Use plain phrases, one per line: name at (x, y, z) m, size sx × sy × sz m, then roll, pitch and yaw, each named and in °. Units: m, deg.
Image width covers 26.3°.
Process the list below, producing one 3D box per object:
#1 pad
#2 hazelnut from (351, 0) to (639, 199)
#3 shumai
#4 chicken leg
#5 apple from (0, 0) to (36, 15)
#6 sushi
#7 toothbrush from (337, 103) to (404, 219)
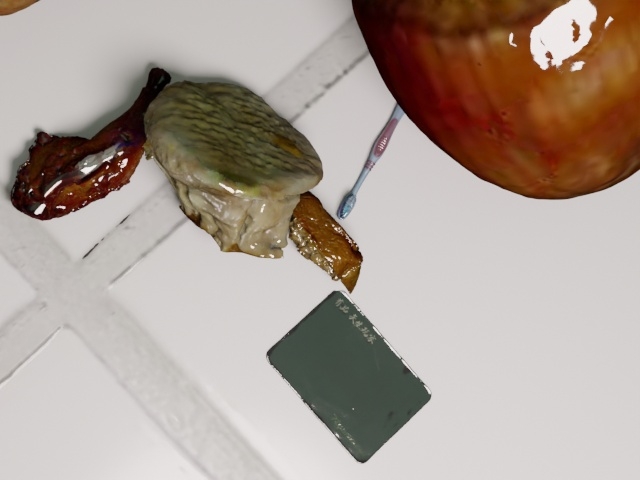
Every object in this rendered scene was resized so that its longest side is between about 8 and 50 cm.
pad at (0.031, 0.142, 1.439) m, size 0.112 × 0.003 × 0.157 m, roll -42°, pitch 94°, yaw -14°
hazelnut at (0.246, -0.244, 1.360) m, size 0.421 × 0.353 × 0.420 m, roll 4°, pitch 83°, yaw -39°
shumai at (-0.096, -0.066, 1.379) m, size 0.201 × 0.201 × 0.120 m, roll 23°, pitch 121°, yaw -10°
chicken leg at (-0.223, -0.093, 1.383) m, size 0.205 × 0.053 × 0.093 m, roll -30°, pitch 77°, yaw -18°
apple at (-0.303, -0.374, 1.273) m, size 0.302 × 0.301 × 0.301 m, roll 1°, pitch 84°, yaw -13°
sushi at (0.000, 0.000, 1.420) m, size 0.055 × 0.052 × 0.120 m, roll -42°, pitch 94°, yaw -13°
toothbrush at (0.067, -0.105, 1.465) m, size 0.013 × 0.019 × 0.193 m, roll 31°, pitch 77°, yaw -8°
